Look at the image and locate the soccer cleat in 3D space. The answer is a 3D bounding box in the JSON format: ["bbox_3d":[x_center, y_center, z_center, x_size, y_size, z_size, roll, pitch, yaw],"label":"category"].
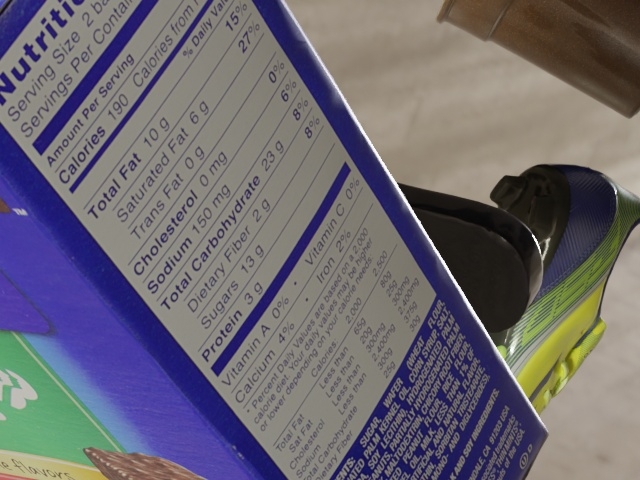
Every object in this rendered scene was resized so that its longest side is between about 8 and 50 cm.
[{"bbox_3d":[0.140,0.085,1.330,0.121,0.289,0.093,10,-160,-29],"label":"soccer cleat"}]

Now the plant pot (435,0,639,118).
[{"bbox_3d":[0.200,-0.186,1.444,0.165,0.167,0.167,34,-159,5],"label":"plant pot"}]

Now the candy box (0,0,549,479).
[{"bbox_3d":[-0.107,0.001,0.676,0.268,0.122,0.317,8,146,38],"label":"candy box"}]

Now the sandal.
[{"bbox_3d":[0.000,-0.001,1.118,0.254,0.097,0.054,8,-148,28],"label":"sandal"}]
